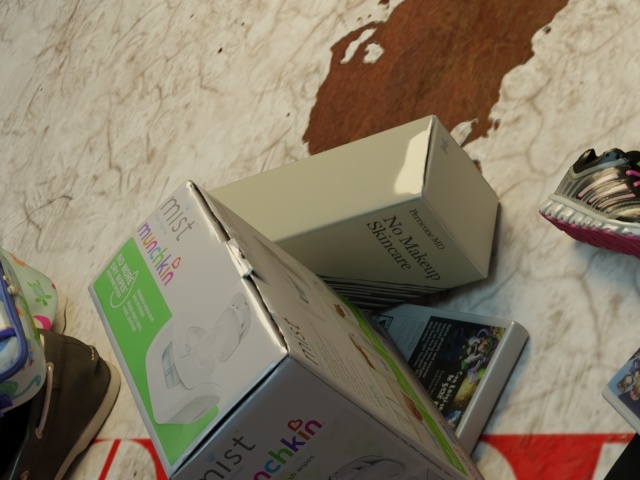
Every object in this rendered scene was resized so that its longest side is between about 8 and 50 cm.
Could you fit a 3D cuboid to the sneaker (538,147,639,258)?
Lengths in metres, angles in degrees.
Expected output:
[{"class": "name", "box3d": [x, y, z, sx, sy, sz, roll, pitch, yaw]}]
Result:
[{"class": "sneaker", "box3d": [0.227, -0.030, 1.351, 0.170, 0.063, 0.075, 20, 82, 61]}]

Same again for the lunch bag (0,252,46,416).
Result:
[{"class": "lunch bag", "box3d": [-0.371, 0.101, 1.710, 0.219, 0.090, 0.176, -23, 64, 1]}]

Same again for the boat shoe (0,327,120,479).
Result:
[{"class": "boat shoe", "box3d": [-0.307, 0.238, 1.742, 0.112, 0.095, 0.335, 4, 63, 53]}]

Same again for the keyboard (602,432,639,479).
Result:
[{"class": "keyboard", "box3d": [0.304, 0.158, 1.113, 0.201, 0.033, 0.317, -55, 34, 0]}]

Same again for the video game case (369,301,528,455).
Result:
[{"class": "video game case", "box3d": [0.061, 0.139, 1.443, 0.173, 0.022, 0.190, 7, 65, 54]}]

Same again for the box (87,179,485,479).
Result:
[{"class": "box", "box3d": [-0.022, 0.109, 1.340, 0.127, 0.231, 0.262, -47, 34, 9]}]

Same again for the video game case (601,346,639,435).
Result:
[{"class": "video game case", "box3d": [0.287, 0.081, 1.156, 0.183, 0.023, 0.201, -50, 34, 7]}]

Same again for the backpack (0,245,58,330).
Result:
[{"class": "backpack", "box3d": [-0.391, 0.115, 1.894, 0.225, 0.191, 0.254, -11, 46, 47]}]

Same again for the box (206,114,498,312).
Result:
[{"class": "box", "box3d": [0.000, 0.000, 1.524, 0.275, 0.113, 0.094, -18, 41, 31]}]
